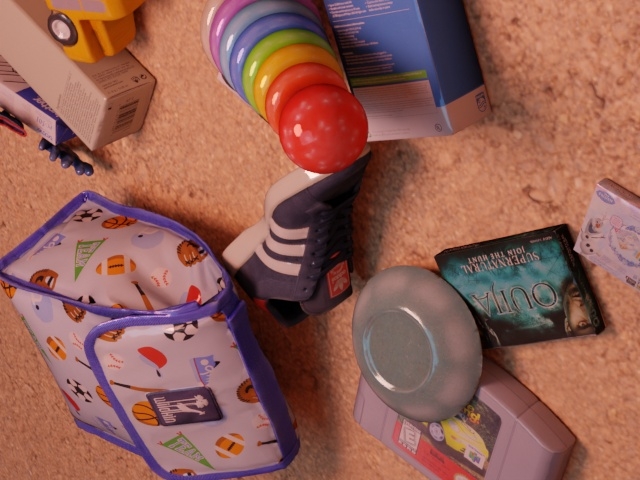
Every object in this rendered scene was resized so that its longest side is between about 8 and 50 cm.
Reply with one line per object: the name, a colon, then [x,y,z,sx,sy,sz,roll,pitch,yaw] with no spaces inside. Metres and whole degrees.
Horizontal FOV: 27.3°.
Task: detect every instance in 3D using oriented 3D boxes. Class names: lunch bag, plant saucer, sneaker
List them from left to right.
lunch bag: [-0.222,0.147,1.812,0.385,0.239,0.328,16,140,37]
sneaker: [0.000,0.000,1.602,0.148,0.131,0.350,55,151,9]
plant saucer: [0.102,0.127,1.563,0.195,0.037,0.195,11,107,39]

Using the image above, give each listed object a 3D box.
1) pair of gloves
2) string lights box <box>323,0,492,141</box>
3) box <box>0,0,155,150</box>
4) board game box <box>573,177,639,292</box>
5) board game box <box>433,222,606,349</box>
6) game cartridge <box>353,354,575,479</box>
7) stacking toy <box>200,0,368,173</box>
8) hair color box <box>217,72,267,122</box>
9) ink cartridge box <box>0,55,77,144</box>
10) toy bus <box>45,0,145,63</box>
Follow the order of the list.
pair of gloves: [-0.423,-0.152,1.918,0.198,0.023,0.159,30,-178,-26]
string lights box: [0.080,-0.241,1.400,0.133,0.077,0.259,1,114,46]
box: [-0.360,-0.261,1.843,0.275,0.094,0.113,46,139,16]
board game box: [0.311,-0.005,1.345,0.090,0.020,0.090,36,136,27]
board game box: [0.221,0.056,1.474,0.186,0.026,0.126,-14,102,50]
game cartridge: [0.167,0.219,1.616,0.294,0.060,0.196,33,130,29]
stacking toy: [-0.034,-0.173,1.397,0.330,0.141,0.141,-117,22,-57]
hair color box: [-0.059,-0.188,1.608,0.141,0.043,0.072,42,139,22]
ink cartridge box: [-0.415,-0.217,1.927,0.207,0.097,0.046,34,133,29]
toy bus: [-0.299,-0.389,1.656,0.130,0.108,0.332,8,130,30]
